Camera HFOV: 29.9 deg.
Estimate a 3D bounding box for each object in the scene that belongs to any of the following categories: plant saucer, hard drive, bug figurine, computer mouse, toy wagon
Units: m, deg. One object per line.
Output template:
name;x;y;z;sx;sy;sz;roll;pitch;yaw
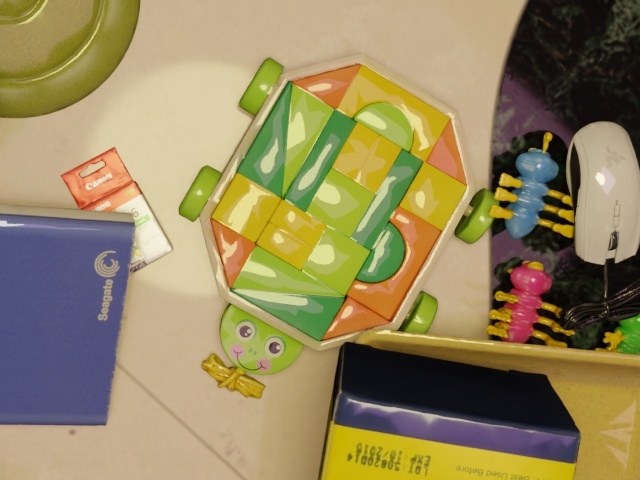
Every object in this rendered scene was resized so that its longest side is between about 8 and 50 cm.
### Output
plant saucer;0.182;0.254;1.154;0.332;0.081;0.333;6;97;1
hard drive;-0.337;0.066;1.062;0.318;0.040;0.210;4;113;-20
bug figurine;0.274;0.028;1.183;0.279;0.072;0.216;19;97;-12
computer mouse;0.267;-0.013;1.115;0.106;0.042;0.193;-8;101;-6
plant saucer;-0.290;-0.236;1.120;0.240;0.037;0.241;0;93;-6
toy wagon;0.000;0.000;1.151;0.267;0.068;0.344;30;89;-7

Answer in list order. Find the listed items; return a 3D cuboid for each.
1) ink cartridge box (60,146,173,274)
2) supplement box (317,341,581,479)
ink cartridge box;-0.195;-0.026;1.145;0.062;0.029;0.115;-29;96;-4
supplement box;0.081;0.290;1.025;0.194;0.195;0.357;10;97;1
